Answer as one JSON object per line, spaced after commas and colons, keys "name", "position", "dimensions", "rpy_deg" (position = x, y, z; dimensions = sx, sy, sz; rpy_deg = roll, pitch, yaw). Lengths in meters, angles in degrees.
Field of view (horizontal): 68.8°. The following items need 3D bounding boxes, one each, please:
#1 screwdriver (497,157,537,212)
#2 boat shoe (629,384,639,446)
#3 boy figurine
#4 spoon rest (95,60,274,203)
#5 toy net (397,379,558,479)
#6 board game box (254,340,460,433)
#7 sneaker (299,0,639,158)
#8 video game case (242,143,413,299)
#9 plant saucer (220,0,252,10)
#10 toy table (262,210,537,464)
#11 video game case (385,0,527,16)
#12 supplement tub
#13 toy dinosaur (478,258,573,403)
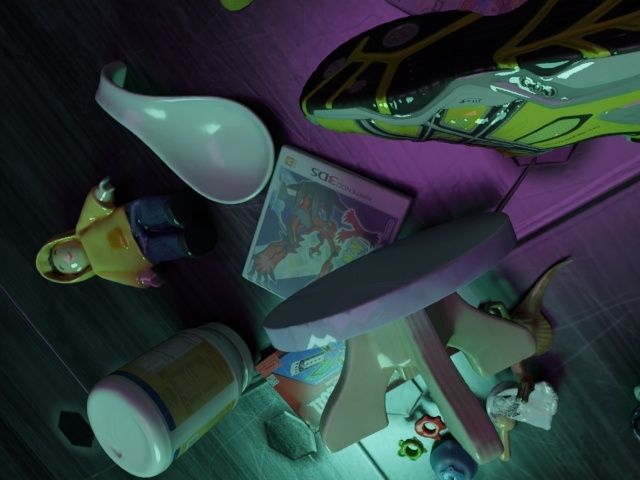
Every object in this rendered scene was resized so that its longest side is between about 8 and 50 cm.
{"name": "screwdriver", "position": [0.208, -0.025, 0.564], "dimensions": [0.024, 0.025, 0.169], "rpy_deg": [31, 106, 7]}
{"name": "boat shoe", "position": [0.409, 0.154, 0.489], "dimensions": [0.158, 0.127, 0.340], "rpy_deg": [-20, 101, 16]}
{"name": "boy figurine", "position": [-0.305, -0.006, 0.703], "dimensions": [0.286, 0.092, 0.177], "rpy_deg": [-11, 107, 19]}
{"name": "spoon rest", "position": [-0.186, -0.148, 0.616], "dimensions": [0.277, 0.084, 0.137], "rpy_deg": [30, 115, 8]}
{"name": "toy net", "position": [0.214, 0.249, 0.640], "dimensions": [0.122, 0.045, 0.232], "rpy_deg": [39, 114, 5]}
{"name": "board game box", "position": [0.044, 0.166, 0.677], "dimensions": [0.281, 0.027, 0.145], "rpy_deg": [-40, 93, 26]}
{"name": "sneaker", "position": [0.149, -0.139, 0.470], "dimensions": [0.385, 0.145, 0.147], "rpy_deg": [6, 149, 33]}
{"name": "video game case", "position": [0.000, 0.000, 0.619], "dimensions": [0.184, 0.023, 0.201], "rpy_deg": [26, 111, 16]}
{"name": "plant saucer", "position": [-0.070, -0.466, 0.448], "dimensions": [0.333, 0.081, 0.332], "rpy_deg": [-25, 105, 25]}
{"name": "toy table", "position": [0.097, 0.097, 0.494], "dimensions": [0.275, 0.252, 0.160], "rpy_deg": [-22, 99, 5]}
{"name": "video game case", "position": [0.167, -0.272, 0.490], "dimensions": [0.166, 0.015, 0.119], "rpy_deg": [32, 115, 6]}
{"name": "supplement tub", "position": [-0.205, 0.215, 0.671], "dimensions": [0.145, 0.200, 0.144], "rpy_deg": [11, 112, 28]}
{"name": "toy dinosaur", "position": [0.245, 0.102, 0.581], "dimensions": [0.093, 0.053, 0.182], "rpy_deg": [12, 94, 7]}
